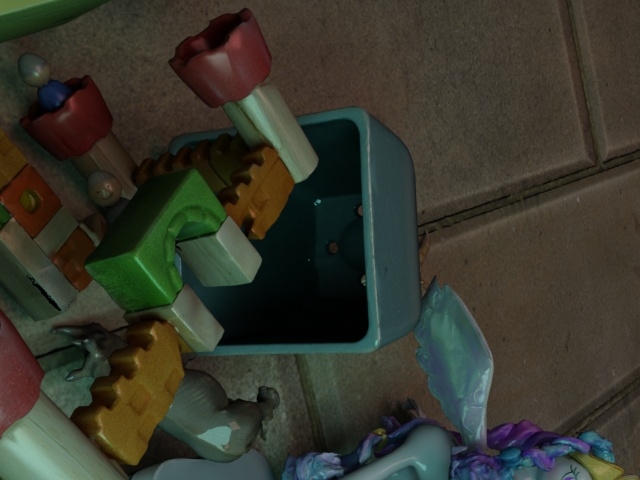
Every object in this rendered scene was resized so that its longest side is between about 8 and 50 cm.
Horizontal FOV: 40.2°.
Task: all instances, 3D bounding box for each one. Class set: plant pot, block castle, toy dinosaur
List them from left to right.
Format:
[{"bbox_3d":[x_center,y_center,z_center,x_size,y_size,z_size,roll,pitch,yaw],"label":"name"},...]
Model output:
[{"bbox_3d":[-0.224,-0.003,0.718,0.212,0.303,0.453,56,41,-29],"label":"block castle"},{"bbox_3d":[0.000,0.000,1.021,0.252,0.248,0.247,4,82,-62],"label":"plant pot"},{"bbox_3d":[0.131,0.046,1.266,0.183,0.053,0.092,-28,103,-43],"label":"toy dinosaur"}]

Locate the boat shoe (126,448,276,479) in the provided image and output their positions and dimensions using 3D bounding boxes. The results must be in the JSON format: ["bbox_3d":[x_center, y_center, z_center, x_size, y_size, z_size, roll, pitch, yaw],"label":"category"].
[{"bbox_3d":[-0.140,0.287,0.932,0.306,0.105,0.113,23,56,-67],"label":"boat shoe"}]

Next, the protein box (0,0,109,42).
[{"bbox_3d":[-0.286,-0.261,0.785,0.200,0.201,0.135,-33,108,-42],"label":"protein box"}]

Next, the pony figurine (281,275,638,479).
[{"bbox_3d":[0.143,0.266,1.046,0.364,0.351,0.302,-22,133,-19],"label":"pony figurine"}]

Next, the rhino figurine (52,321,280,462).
[{"bbox_3d":[-0.164,0.145,0.893,0.243,0.073,0.106,29,23,-3],"label":"rhino figurine"}]
